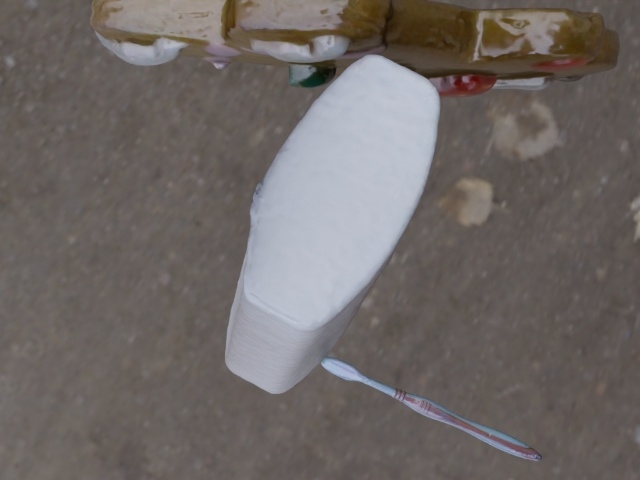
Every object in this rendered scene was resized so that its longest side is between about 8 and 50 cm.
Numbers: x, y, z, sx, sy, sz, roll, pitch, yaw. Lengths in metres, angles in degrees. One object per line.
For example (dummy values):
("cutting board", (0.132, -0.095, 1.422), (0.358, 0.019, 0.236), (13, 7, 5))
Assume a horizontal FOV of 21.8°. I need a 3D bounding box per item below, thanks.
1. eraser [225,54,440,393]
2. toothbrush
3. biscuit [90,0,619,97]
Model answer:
("eraser", (0.000, 0.000, 1.112), (0.094, 0.174, 0.270), (29, 165, 0))
("toothbrush", (0.087, 0.132, 1.300), (0.193, 0.019, 0.013), (24, 85, -7))
("biscuit", (0.067, -0.136, 1.219), (0.283, 0.432, 0.064), (5, 93, 43))
